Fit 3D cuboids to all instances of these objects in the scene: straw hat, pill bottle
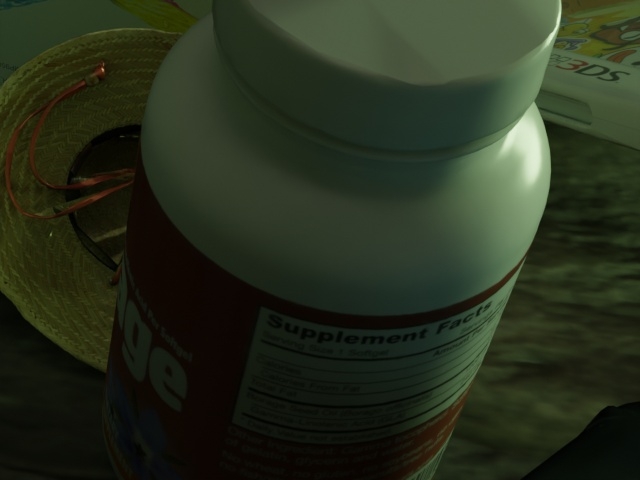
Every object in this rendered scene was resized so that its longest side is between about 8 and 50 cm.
[{"bbox_3d":[-0.069,-0.013,0.629,0.144,0.144,0.061,-2,-4,-15],"label":"straw hat"},{"bbox_3d":[0.000,0.000,0.492,0.121,0.216,0.121,7,46,-8],"label":"pill bottle"}]

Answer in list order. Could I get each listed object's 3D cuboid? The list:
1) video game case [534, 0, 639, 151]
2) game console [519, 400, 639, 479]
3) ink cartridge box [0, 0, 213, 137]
[{"bbox_3d":[0.189,-0.103,0.748,0.227,0.026,0.206,-21,23,-21],"label":"video game case"},{"bbox_3d":[0.177,0.148,0.369,0.342,0.060,0.386,28,16,20],"label":"game console"},{"bbox_3d":[-0.078,-0.137,0.698,0.127,0.176,0.128,13,36,7],"label":"ink cartridge box"}]
